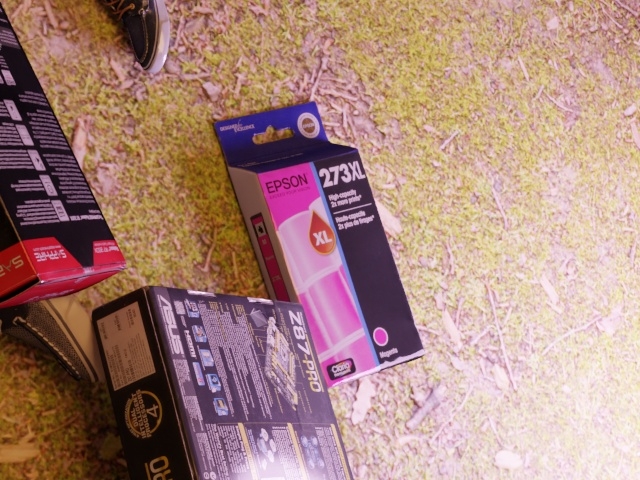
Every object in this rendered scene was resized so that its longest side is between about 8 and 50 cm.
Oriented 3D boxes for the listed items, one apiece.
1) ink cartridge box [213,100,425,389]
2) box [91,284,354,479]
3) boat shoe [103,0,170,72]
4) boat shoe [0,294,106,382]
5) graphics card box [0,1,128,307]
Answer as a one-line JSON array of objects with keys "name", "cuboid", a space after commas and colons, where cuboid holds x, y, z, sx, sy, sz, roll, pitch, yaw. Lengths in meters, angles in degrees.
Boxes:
[{"name": "ink cartridge box", "cuboid": [0.000, 0.000, 1.990, 0.176, 0.069, 0.370, -16, 84, -38]}, {"name": "box", "cuboid": [-0.082, 0.253, 1.727, 0.318, 0.097, 0.394, 7, 61, -56]}, {"name": "boat shoe", "cuboid": [-0.239, -0.293, 1.903, 0.083, 0.065, 0.183, 4, 68, -33]}, {"name": "boat shoe", "cuboid": [-0.377, 0.059, 1.674, 0.158, 0.127, 0.340, -42, 108, -15]}, {"name": "graphics card box", "cuboid": [-0.343, -0.113, 1.537, 0.370, 0.094, 0.233, 65, 14, 3]}]
